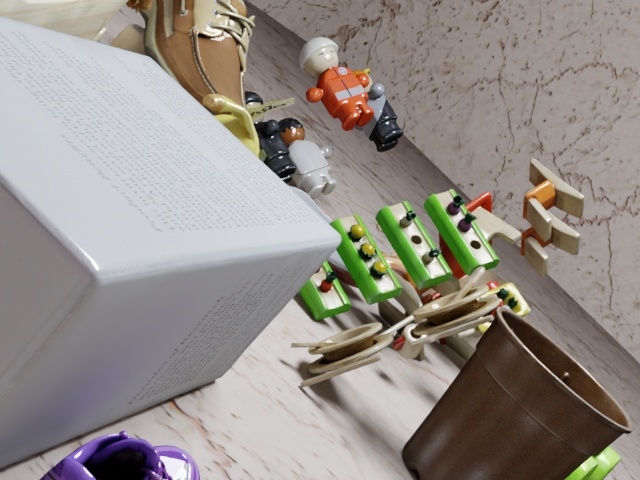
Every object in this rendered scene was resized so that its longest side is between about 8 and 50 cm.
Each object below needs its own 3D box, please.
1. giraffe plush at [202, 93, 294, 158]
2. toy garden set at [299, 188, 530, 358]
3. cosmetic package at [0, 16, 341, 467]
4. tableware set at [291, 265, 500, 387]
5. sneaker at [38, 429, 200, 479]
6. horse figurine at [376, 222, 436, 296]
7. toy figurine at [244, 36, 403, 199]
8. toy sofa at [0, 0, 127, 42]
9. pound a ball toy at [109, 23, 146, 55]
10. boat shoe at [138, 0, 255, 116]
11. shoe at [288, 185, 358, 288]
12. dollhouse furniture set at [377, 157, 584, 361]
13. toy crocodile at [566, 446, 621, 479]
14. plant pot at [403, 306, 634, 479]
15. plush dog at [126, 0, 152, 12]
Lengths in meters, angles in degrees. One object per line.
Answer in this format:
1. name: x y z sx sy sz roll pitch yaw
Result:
1. giraffe plush: -0.098 -0.012 1.099 0.181 0.210 0.170 21 51 -68
2. toy garden set: 0.103 0.041 1.409 0.244 0.049 0.204 -15 60 -27
3. cosmetic package: -0.167 -0.011 0.807 0.230 0.161 0.453 43 11 11
4. tableware set: 0.072 0.076 1.190 0.128 0.194 0.039 -37 106 -78
5. sneaker: -0.102 0.136 0.688 0.068 0.071 0.170 43 11 13
6. horse figurine: 0.169 0.060 1.880 0.263 0.066 0.174 35 7 -15
7. toy figurine: -0.007 -0.175 1.828 0.148 0.213 0.209 59 18 19
8. toy sofa: -0.286 -0.178 0.961 0.150 0.177 0.362 43 16 -3
9. pound a ball toy: -0.326 -0.311 1.516 0.208 0.136 0.319 42 12 9
10. boat shoe: -0.147 -0.263 1.578 0.122 0.120 0.324 37 21 -43
11. shoe: 0.000 0.000 1.590 0.178 0.063 0.081 32 -15 21
12. dollhouse furniture set: 0.189 0.040 1.622 0.135 0.262 0.259 45 -21 33
13. toy crocodile: 0.301 0.237 1.523 0.115 0.105 0.340 45 12 21
14. plant pot: 0.176 0.178 1.186 0.167 0.165 0.167 38 11 -8
15. plush dog: -0.281 -0.300 1.253 0.262 0.211 0.225 42 51 15
